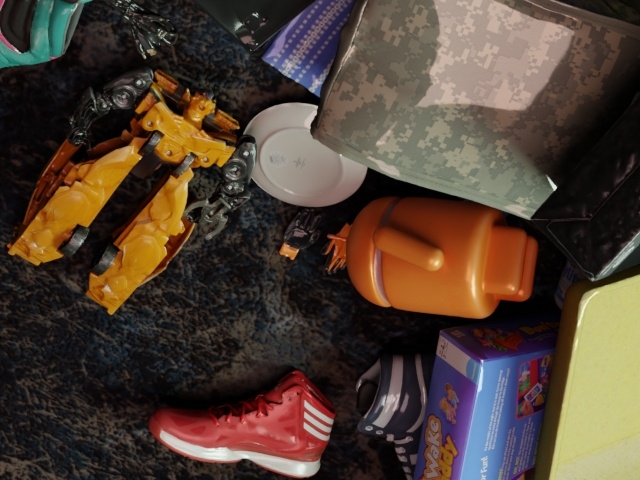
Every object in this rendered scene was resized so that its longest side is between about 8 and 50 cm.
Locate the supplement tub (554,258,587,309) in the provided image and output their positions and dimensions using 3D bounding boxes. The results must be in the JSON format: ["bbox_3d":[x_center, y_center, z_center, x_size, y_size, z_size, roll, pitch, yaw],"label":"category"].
[{"bbox_3d":[0.311,0.032,1.757,0.071,0.071,0.107,11,120,-7],"label":"supplement tub"}]

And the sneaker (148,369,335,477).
[{"bbox_3d":[-0.087,0.199,1.862,0.221,0.087,0.128,13,112,-22],"label":"sneaker"}]

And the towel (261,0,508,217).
[{"bbox_3d":[0.137,-0.186,1.644,0.336,0.040,0.243,34,115,-19],"label":"towel"}]

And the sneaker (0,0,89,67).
[{"bbox_3d":[-0.291,-0.293,1.524,0.178,0.124,0.296,4,129,3],"label":"sneaker"}]

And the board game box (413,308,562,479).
[{"bbox_3d":[0.224,0.256,1.799,0.233,0.078,0.347,-7,117,-32],"label":"board game box"}]

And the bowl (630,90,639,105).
[{"bbox_3d":[0.311,-0.103,1.658,0.142,0.053,0.142,-10,137,-47],"label":"bowl"}]

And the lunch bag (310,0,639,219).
[{"bbox_3d":[0.151,-0.172,1.543,0.287,0.169,0.235,17,117,-15],"label":"lunch bag"}]

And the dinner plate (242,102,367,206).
[{"bbox_3d":[-0.019,-0.088,1.696,0.141,0.017,0.141,8,130,9],"label":"dinner plate"}]

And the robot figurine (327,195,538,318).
[{"bbox_3d":[0.121,0.016,1.693,0.219,0.158,0.128,6,120,25],"label":"robot figurine"}]

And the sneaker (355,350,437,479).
[{"bbox_3d":[0.112,0.250,1.872,0.153,0.099,0.282,3,118,-4],"label":"sneaker"}]

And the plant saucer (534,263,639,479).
[{"bbox_3d":[0.368,0.136,1.719,0.332,0.081,0.333,-15,126,-29],"label":"plant saucer"}]

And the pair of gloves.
[{"bbox_3d":[0.000,0.000,1.772,0.083,0.010,0.074,22,120,-10],"label":"pair of gloves"}]

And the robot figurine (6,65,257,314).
[{"bbox_3d":[-0.203,-0.063,1.690,0.211,0.085,0.291,33,116,-19],"label":"robot figurine"}]

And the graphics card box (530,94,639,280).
[{"bbox_3d":[0.371,-0.089,1.531,0.094,0.371,0.233,47,117,15],"label":"graphics card box"}]

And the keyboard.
[{"bbox_3d":[-0.153,-0.290,1.471,0.201,0.033,0.317,-37,124,17],"label":"keyboard"}]
